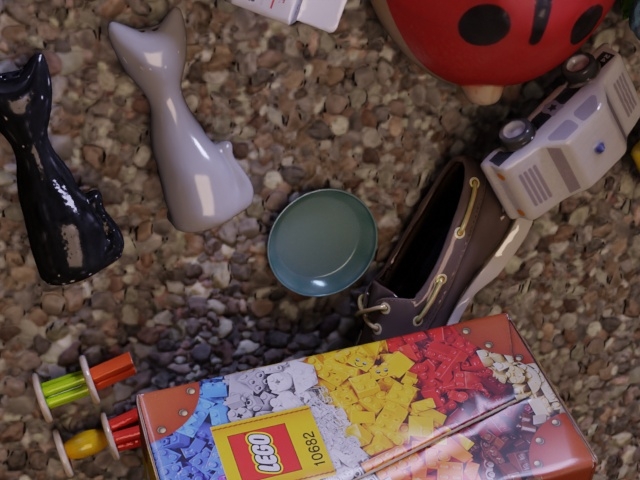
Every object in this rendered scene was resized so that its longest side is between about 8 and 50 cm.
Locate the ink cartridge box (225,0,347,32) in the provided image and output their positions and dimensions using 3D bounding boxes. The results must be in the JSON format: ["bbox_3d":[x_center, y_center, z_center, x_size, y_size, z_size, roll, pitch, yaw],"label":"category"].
[{"bbox_3d":[-0.056,-0.258,1.069,0.180,0.060,0.104,20,104,0],"label":"ink cartridge box"}]

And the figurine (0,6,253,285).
[{"bbox_3d":[-0.192,-0.093,1.117,0.215,0.092,0.209,-22,112,-11],"label":"figurine"}]

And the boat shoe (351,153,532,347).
[{"bbox_3d":[0.094,0.062,1.260,0.097,0.116,0.324,33,94,-26],"label":"boat shoe"}]

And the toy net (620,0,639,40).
[{"bbox_3d":[0.337,-0.304,1.170,0.045,0.122,0.232,7,123,3],"label":"toy net"}]

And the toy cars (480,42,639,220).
[{"bbox_3d":[0.341,-0.110,1.241,0.394,0.087,0.176,-8,115,-32],"label":"toy cars"}]

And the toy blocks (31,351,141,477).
[{"bbox_3d":[-0.204,0.163,1.230,0.148,0.054,0.123,-19,116,-11],"label":"toy blocks"}]

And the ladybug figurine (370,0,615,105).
[{"bbox_3d":[0.183,-0.337,1.100,0.305,0.162,0.449,-6,113,-17],"label":"ladybug figurine"}]

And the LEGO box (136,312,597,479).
[{"bbox_3d":[0.030,0.344,1.221,0.373,0.193,0.500,-11,134,-15],"label":"LEGO box"}]

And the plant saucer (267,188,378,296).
[{"bbox_3d":[0.000,0.000,1.253,0.119,0.021,0.119,-6,112,-16],"label":"plant saucer"}]
